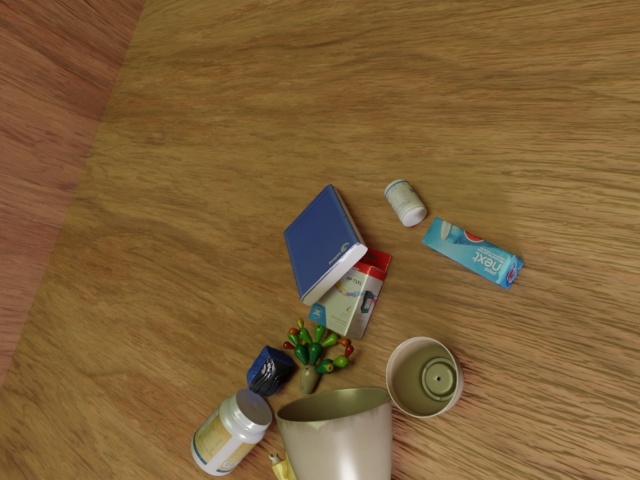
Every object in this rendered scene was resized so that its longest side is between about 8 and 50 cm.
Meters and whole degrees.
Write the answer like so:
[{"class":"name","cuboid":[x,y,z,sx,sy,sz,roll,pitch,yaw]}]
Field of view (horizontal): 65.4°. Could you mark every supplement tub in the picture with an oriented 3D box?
[{"class":"supplement tub","cuboid":[-0.238,0.512,1.340,0.199,0.144,0.144,-49,51,14]},{"class":"supplement tub","cuboid":[0.212,-0.096,1.249,0.071,0.071,0.107,-41,54,20]}]

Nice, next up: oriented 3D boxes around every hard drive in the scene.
[{"class":"hard drive","cuboid":[0.000,0.000,1.330,0.210,0.040,0.318,-46,31,16]}]

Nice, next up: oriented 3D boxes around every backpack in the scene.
[{"class":"backpack","cuboid":[-0.141,0.356,1.355,0.120,0.098,0.101,-58,20,7]}]

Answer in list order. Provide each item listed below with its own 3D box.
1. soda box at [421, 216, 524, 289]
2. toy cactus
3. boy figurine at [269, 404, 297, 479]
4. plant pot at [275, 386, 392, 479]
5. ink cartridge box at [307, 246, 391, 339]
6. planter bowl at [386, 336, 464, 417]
[{"class":"soda box","cuboid":[0.334,0.025,1.110,0.210,0.067,0.071,33,96,40]},{"class":"toy cactus","cuboid":[-0.019,0.306,1.281,0.219,0.112,0.180,15,94,32]},{"class":"boy figurine","cuboid":[-0.050,0.547,1.213,0.177,0.092,0.285,-11,65,26]},{"class":"plant pot","cuboid":[0.049,0.487,1.076,0.257,0.256,0.273,-13,84,35]},{"class":"ink cartridge box","cuboid":[0.075,0.119,1.275,0.134,0.078,0.231,18,85,41]},{"class":"planter bowl","cuboid":[0.237,0.292,1.064,0.162,0.109,0.162,-14,67,35]}]
